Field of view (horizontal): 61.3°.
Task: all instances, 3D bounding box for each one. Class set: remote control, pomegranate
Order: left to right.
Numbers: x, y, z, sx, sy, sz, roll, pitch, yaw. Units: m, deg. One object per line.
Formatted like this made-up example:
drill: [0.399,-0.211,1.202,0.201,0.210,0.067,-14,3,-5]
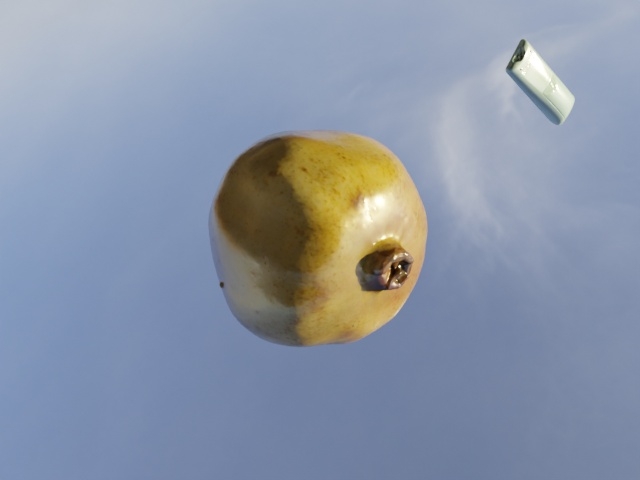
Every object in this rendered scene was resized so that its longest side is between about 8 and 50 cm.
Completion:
pomegranate: [0.000,0.000,0.959,0.417,0.416,0.416,-11,-135,11]
remote control: [0.631,-0.440,1.524,0.051,0.293,0.103,25,-93,57]
